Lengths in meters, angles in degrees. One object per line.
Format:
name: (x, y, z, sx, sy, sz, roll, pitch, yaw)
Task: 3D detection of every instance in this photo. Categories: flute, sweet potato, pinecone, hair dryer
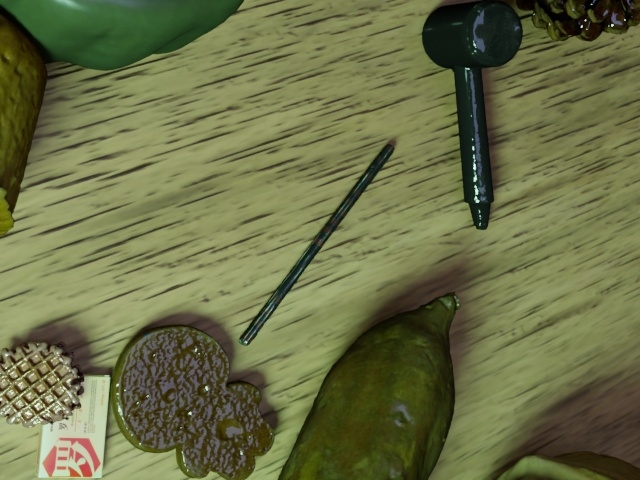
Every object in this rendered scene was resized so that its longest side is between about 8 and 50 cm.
flute: (0.000, 0.000, 1.077, 0.014, 0.014, 0.269, 44, 69, -20)
sweet potato: (0.041, 0.209, 1.019, 0.158, 0.158, 0.370, 30, 64, -24)
pinecone: (0.306, -0.327, 1.150, 0.221, 0.221, 0.221, 1, 87, -28)
hair dryer: (0.167, -0.130, 1.128, 0.070, 0.114, 0.248, -8, 99, -20)

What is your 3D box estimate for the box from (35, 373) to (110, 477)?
box: (-0.222, 0.166, 0.949, 0.058, 0.015, 0.093, 6, 85, -25)

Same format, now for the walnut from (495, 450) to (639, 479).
walnut: (0.271, 0.372, 1.060, 0.332, 0.333, 0.333, 1, 87, -28)

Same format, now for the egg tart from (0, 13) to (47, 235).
egg tart: (-0.304, -0.105, 0.823, 0.202, 0.202, 0.147, 33, 65, -23)

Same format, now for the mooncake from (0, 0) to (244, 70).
mooncake: (-0.188, -0.315, 0.890, 0.351, 0.187, 0.351, 6, 78, -32)

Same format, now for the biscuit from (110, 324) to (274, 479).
biscuit: (-0.122, 0.157, 0.998, 0.175, 0.026, 0.124, 46, 70, -19)

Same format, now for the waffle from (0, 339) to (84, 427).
waffle: (-0.249, 0.125, 0.919, 0.083, 0.029, 0.075, -1, 85, -2)
